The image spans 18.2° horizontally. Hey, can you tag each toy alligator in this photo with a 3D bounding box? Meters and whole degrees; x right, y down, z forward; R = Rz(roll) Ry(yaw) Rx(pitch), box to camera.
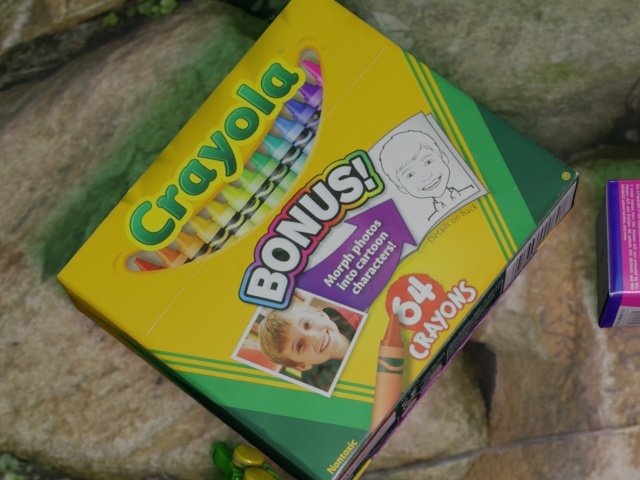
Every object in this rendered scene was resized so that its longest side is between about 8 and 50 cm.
[{"bbox_3d":[-0.049,0.233,1.732,0.051,0.189,0.056,11,112,-23],"label":"toy alligator"}]

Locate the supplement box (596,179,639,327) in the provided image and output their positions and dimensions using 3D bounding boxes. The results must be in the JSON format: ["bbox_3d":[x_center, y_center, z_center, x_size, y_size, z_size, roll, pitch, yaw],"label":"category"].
[{"bbox_3d":[0.362,0.012,1.782,0.220,0.111,0.114,0,72,2],"label":"supplement box"}]

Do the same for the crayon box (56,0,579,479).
[{"bbox_3d":[0.000,0.000,1.807,0.313,0.106,0.363,37,78,13],"label":"crayon box"}]
